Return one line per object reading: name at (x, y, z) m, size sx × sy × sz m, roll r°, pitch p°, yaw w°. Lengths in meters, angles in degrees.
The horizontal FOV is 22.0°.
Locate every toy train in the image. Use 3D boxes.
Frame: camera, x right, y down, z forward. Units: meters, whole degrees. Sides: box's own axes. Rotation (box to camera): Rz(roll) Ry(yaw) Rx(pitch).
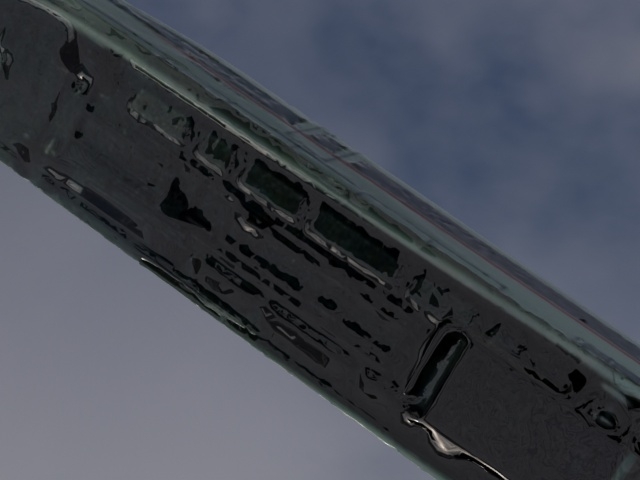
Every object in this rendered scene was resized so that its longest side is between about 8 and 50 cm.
toy train at (0.000, 0.000, 0.704) m, size 0.407 × 0.088 × 0.086 m, roll 35°, pitch -68°, yaw 14°
